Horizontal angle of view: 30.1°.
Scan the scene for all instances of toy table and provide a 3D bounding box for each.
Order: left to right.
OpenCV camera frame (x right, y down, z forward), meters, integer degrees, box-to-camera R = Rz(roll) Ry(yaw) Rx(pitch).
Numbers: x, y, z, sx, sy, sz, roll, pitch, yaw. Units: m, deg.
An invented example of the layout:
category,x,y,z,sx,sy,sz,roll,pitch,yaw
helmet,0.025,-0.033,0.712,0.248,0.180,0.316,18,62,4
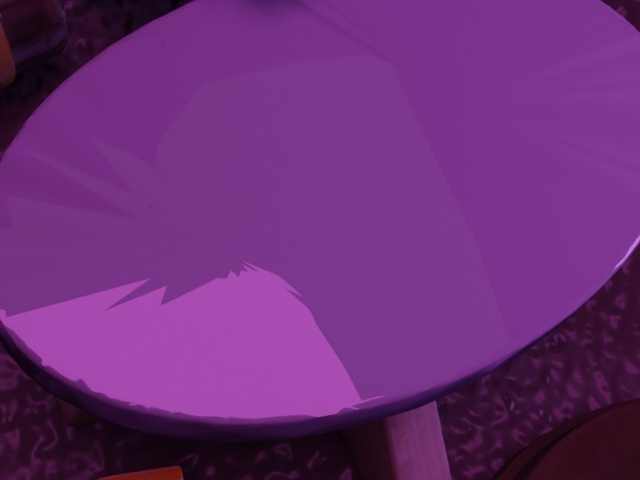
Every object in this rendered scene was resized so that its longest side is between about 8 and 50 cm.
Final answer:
category,x,y,z,sx,sy,sz,roll,pitch,yaw
toy table,0.000,0.000,0.506,0.274,0.161,0.252,-10,69,-14

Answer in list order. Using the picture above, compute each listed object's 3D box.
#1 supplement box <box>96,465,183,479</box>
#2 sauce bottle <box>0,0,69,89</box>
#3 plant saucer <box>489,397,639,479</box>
category,x,y,z,sx,sy,sz,roll,pitch,yaw
supplement box,-0.068,0.148,0.486,0.036,0.062,0.098,-6,69,-13
sauce bottle,-0.277,-0.049,0.509,0.344,0.111,0.111,-35,77,-21
plant saucer,0.187,0.153,0.466,0.277,0.041,0.278,3,37,-2
